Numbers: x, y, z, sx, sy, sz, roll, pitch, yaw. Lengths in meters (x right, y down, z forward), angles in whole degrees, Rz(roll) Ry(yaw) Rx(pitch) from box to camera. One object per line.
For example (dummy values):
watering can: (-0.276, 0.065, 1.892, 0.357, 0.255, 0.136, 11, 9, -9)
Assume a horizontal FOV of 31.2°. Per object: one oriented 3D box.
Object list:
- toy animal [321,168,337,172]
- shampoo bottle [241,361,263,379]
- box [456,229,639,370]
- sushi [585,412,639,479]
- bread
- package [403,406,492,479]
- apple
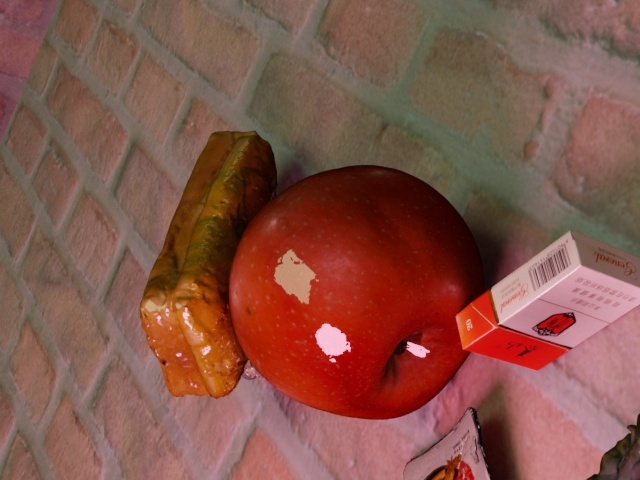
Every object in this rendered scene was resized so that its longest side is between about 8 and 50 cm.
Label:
toy animal: (0.000, 0.000, 1.354, 0.179, 0.138, 0.166, -61, 9, 3)
shampoo bottle: (-0.038, 0.143, 1.410, 0.207, 0.063, 0.057, -22, 47, 51)
box: (0.212, 0.058, 1.044, 0.152, 0.100, 0.048, -44, 39, 36)
sushi: (0.229, 0.280, 0.756, 0.352, 0.178, 0.294, -62, 2, 18)
bread: (-0.119, 0.023, 1.458, 0.109, 0.185, 0.380, -7, 39, 17)
package: (0.139, 0.295, 1.094, 0.154, 0.030, 0.239, -52, 41, 45)
apple: (0.039, 0.059, 1.162, 0.216, 0.260, 0.260, 46, 113, 40)
